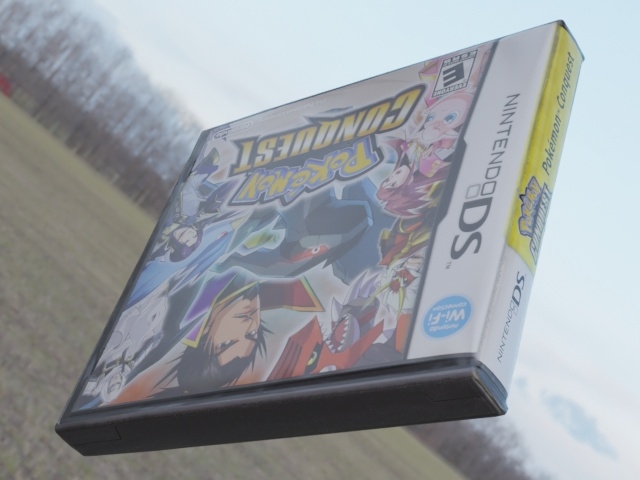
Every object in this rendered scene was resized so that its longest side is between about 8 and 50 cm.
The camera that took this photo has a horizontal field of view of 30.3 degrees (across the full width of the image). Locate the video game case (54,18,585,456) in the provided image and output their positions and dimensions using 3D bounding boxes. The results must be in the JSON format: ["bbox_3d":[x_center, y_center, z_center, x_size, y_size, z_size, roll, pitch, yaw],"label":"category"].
[{"bbox_3d":[0.000,0.000,0.665,0.274,0.248,0.035,-12,-48,35],"label":"video game case"}]
